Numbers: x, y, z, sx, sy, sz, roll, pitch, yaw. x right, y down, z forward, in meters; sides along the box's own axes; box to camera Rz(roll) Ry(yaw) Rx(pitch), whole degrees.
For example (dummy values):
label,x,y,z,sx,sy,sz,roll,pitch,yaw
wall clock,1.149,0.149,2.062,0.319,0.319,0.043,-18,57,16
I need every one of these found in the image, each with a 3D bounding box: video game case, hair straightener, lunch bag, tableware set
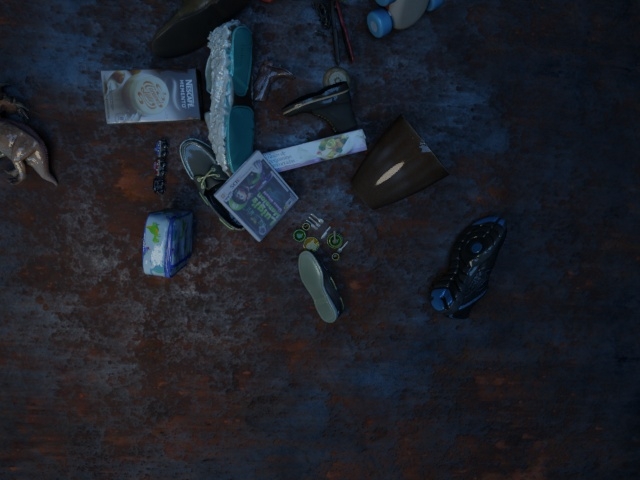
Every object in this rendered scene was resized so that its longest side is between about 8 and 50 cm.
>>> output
label,x,y,z,sx,sy,sz,roll,pitch,yaw
video game case,-0.172,-0.120,1.440,0.173,0.022,0.190,-49,123,-13
hair straightener,0.027,-0.600,1.451,0.089,0.047,0.230,-14,100,-4
lunch bag,-0.410,0.005,1.422,0.090,0.219,0.176,8,98,-1
tableware set,0.000,0.000,1.561,0.154,0.024,0.104,39,94,-11

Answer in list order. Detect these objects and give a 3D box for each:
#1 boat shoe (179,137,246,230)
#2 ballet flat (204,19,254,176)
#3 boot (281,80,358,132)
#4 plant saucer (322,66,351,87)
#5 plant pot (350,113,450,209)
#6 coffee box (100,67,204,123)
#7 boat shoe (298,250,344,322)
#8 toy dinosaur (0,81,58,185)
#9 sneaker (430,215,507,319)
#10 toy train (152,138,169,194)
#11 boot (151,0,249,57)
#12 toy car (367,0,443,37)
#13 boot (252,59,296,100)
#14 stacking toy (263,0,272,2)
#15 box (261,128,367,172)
label,x,y,z,sx,sy,sz,roll,pitch,yaw
boat shoe,-0.291,-0.156,1.471,0.109,0.091,0.305,-34,101,0
ballet flat,-0.254,-0.383,1.430,0.147,0.147,0.409,3,98,-6
boot,0.002,-0.351,1.484,0.197,0.077,0.137,-18,116,9
plant saucer,0.048,-0.455,1.494,0.083,0.015,0.083,-1,99,-6
plant pot,0.205,-0.199,1.472,0.230,0.215,0.215,-38,101,16
coffee box,-0.447,-0.389,1.413,0.246,0.098,0.141,-4,100,-5
boat shoe,0.003,0.130,1.563,0.081,0.068,0.228,-16,99,38
toy dinosaur,-0.808,-0.275,1.389,0.295,0.127,0.200,39,87,-16
sneaker,0.464,0.084,1.593,0.139,0.125,0.341,31,93,-37
toy train,-0.455,-0.209,1.480,0.036,0.027,0.158,8,99,4
boot,-0.336,-0.612,1.405,0.305,0.112,0.115,-35,71,5
toy car,0.189,-0.718,1.406,0.219,0.210,0.238,-31,72,-13
boot,-0.137,-0.434,1.468,0.106,0.037,0.114,26,93,3
stacking toy,-0.067,-0.644,1.306,0.279,0.309,0.130,27,103,-6
box,-0.030,-0.251,1.495,0.324,0.067,0.063,-15,101,-2
